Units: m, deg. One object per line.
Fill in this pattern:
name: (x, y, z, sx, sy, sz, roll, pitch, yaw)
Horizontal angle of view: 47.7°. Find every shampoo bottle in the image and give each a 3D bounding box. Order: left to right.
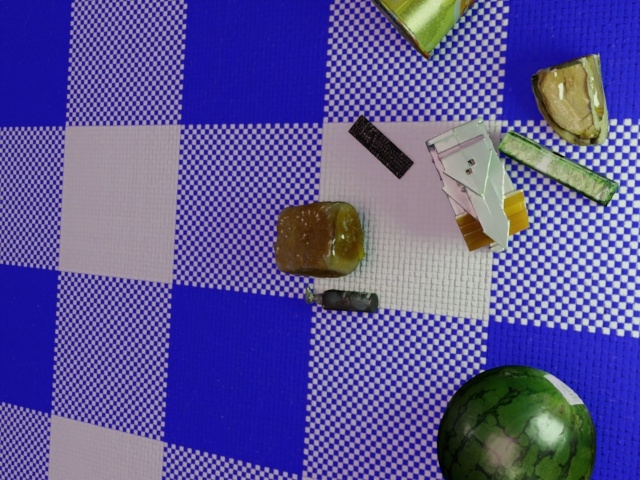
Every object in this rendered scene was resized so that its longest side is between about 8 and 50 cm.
shampoo bottle: (0.053, 0.159, 1.965, 0.208, 0.057, 0.063, 2, 91, 27)

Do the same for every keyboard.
keyboard: (0.160, -0.252, 1.935, 0.204, 0.013, 0.061, 46, 109, 20)

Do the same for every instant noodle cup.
instant noodle cup: (0.248, -0.607, 1.769, 0.200, 0.264, 0.264, -43, 71, 12)

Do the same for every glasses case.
glasses case: (0.553, -0.171, 1.683, 0.272, 0.095, 0.062, 33, 100, 24)

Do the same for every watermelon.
watermelon: (0.428, 0.458, 1.617, 0.363, 0.363, 0.363, 0, 90, 28)

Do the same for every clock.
clock: (0.379, -0.117, 1.707, 0.166, 0.235, 0.309, -23, 89, 10)

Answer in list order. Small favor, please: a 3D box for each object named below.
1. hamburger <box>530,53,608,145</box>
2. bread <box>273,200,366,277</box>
hamburger: (0.586, -0.313, 1.667, 0.155, 0.135, 0.207, -16, 97, 43)
bread: (0.000, 0.000, 1.931, 0.246, 0.176, 0.195, -4, 77, 42)
